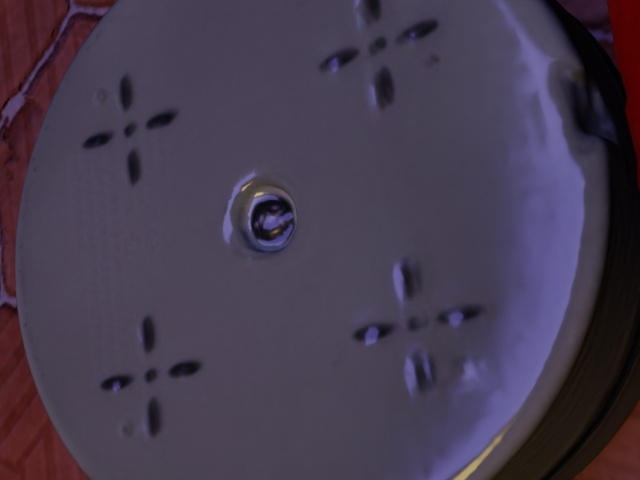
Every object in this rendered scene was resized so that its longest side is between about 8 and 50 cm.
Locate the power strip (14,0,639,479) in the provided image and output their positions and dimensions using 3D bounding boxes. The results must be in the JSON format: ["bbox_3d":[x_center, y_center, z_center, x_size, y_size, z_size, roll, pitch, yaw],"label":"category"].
[{"bbox_3d":[0.000,0.000,0.592,0.358,0.161,0.357,-5,80,29],"label":"power strip"}]

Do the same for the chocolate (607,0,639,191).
[{"bbox_3d":[0.257,-0.059,0.314,0.341,0.161,0.360,-1,105,52],"label":"chocolate"}]
